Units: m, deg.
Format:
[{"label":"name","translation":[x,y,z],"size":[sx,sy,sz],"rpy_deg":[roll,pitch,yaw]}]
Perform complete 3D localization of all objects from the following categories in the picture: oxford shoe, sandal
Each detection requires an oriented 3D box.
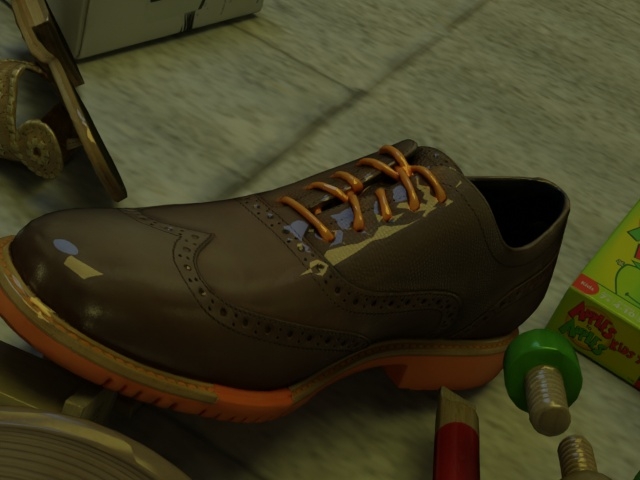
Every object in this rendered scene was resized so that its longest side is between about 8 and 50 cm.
[{"label":"oxford shoe","translation":[0.000,0.000,0.580],"size":[0.364,0.132,0.130],"rpy_deg":[1,37,-50]},{"label":"sandal","translation":[-0.191,-0.083,0.735],"size":[0.079,0.088,0.240],"rpy_deg":[-25,41,-5]}]

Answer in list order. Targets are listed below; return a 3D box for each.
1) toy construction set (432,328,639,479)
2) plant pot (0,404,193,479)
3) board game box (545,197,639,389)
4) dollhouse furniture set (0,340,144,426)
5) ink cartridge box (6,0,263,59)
[{"label":"toy construction set","translation":[0.214,0.102,0.595],"size":[0.309,0.257,0.237],"rpy_deg":[9,20,2]},{"label":"plant pot","translation":[-0.114,0.157,0.355],"size":[0.237,0.109,0.237],"rpy_deg":[5,63,-10]},{"label":"board game box","translation":[0.238,0.031,0.797],"size":[0.092,0.043,0.181],"rpy_deg":[33,39,16]},{"label":"dollhouse furniture set","translation":[-0.185,0.064,0.550],"size":[0.182,0.101,0.161],"rpy_deg":[23,13,4]},{"label":"ink cartridge box","translation":[-0.156,-0.235,0.909],"size":[0.148,0.086,0.203],"rpy_deg":[40,42,24]}]
